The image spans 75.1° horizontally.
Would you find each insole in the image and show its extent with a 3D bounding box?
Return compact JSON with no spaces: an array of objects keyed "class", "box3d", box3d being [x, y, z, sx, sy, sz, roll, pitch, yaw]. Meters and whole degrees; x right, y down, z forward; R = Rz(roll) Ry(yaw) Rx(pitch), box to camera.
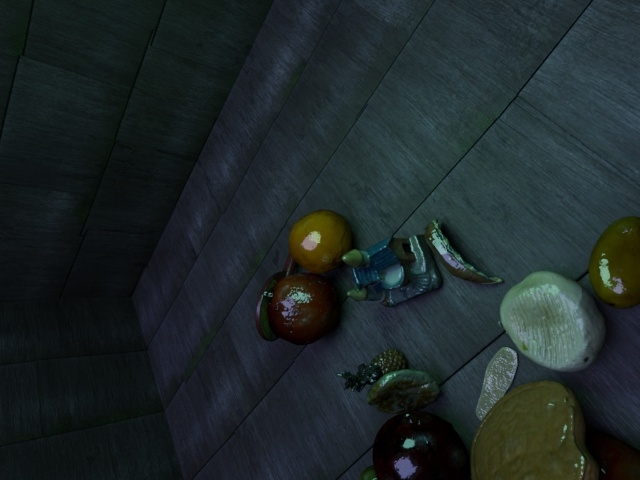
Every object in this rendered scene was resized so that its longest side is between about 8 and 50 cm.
[{"class":"insole","box3d":[0.524,0.433,1.246,0.081,0.011,0.247,24,103,44]}]

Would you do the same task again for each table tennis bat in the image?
[{"class":"table tennis bat","box3d":[-0.176,0.238,1.834,0.051,0.268,0.414,3,62,29]}]

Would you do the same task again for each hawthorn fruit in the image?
[{"class":"hawthorn fruit","box3d":[0.644,0.558,0.942,0.208,0.248,0.207,-2,87,48]},{"class":"hawthorn fruit","box3d":[-0.072,0.278,1.690,0.316,0.316,0.315,-6,82,45]}]

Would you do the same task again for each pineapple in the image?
[{"class":"pineapple","box3d":[0.182,0.452,1.424,0.125,0.252,0.125,14,107,53]}]

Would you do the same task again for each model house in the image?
[{"class":"model house","box3d":[0.195,0.106,1.394,0.267,0.325,0.193,-32,62,39]}]

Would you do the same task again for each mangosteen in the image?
[{"class":"mangosteen","box3d":[0.301,0.675,1.263,0.311,0.311,0.310,-6,82,45]}]

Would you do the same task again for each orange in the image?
[{"class":"orange","box3d":[0.000,0.000,1.653,0.261,0.261,0.260,-6,82,45]}]

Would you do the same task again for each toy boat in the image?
[{"class":"toy boat","box3d":[0.432,0.053,1.322,0.099,0.108,0.292,-38,61,-1]}]

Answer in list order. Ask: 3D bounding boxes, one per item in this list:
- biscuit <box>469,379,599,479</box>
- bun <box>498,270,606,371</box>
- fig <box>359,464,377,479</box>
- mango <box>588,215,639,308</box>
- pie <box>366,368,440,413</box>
[{"class":"biscuit","box3d":[0.504,0.536,1.051,0.062,0.365,0.385,28,125,-2]},{"class":"bun","box3d":[0.607,0.197,1.086,0.259,0.160,0.258,21,116,52]},{"class":"fig","box3d":[0.254,0.880,1.382,0.275,0.206,0.205,10,93,23]},{"class":"mango","box3d":[0.733,0.053,1.013,0.136,0.099,0.227,4,81,50]},{"class":"pie","box3d":[0.267,0.499,1.362,0.240,0.241,0.054,-50,27,30]}]
